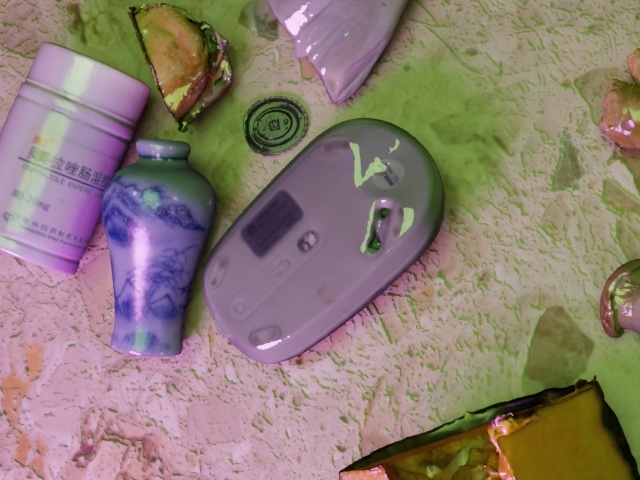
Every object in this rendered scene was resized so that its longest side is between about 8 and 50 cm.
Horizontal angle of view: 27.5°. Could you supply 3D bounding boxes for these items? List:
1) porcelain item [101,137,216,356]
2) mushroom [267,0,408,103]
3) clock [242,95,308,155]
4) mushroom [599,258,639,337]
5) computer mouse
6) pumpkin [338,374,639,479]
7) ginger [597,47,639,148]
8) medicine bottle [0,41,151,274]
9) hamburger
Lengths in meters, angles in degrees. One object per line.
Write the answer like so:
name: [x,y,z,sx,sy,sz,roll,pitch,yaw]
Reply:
porcelain item: [-0.198,0.007,1.577,0.141,0.141,0.259,6,95,14]
mushroom: [0.082,-0.332,1.571,0.329,0.122,0.159,-44,112,6]
clock: [-0.056,-0.143,1.620,0.083,0.010,0.074,-16,79,11]
mushroom: [0.409,0.101,1.440,0.212,0.088,0.097,26,122,21]
computer mouse: [0.003,0.001,1.547,0.331,0.095,0.197,-41,67,16]
pumpkin: [0.191,0.282,1.384,0.303,0.256,0.225,-19,83,34]
ginger: [0.454,-0.105,1.467,0.299,0.065,0.118,32,95,13]
medicine bottle: [-0.322,-0.101,1.606,0.152,0.152,0.254,23,89,15]
hamburger: [-0.162,-0.226,1.624,0.102,0.087,0.176,-23,70,-3]
